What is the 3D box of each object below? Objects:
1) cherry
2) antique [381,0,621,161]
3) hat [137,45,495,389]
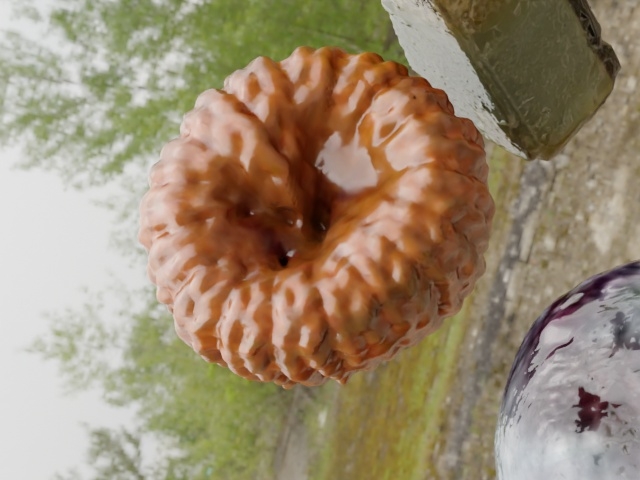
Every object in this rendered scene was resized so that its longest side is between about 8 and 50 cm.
[{"bbox_3d":[0.201,0.133,0.531,0.296,0.218,0.255,36,-129,-53],"label":"cherry"},{"bbox_3d":[0.134,-0.207,0.879,0.125,0.150,0.284,-49,-43,-9],"label":"antique"},{"bbox_3d":[0.000,0.000,0.944,0.400,0.285,0.285,82,-158,-78],"label":"hat"}]
